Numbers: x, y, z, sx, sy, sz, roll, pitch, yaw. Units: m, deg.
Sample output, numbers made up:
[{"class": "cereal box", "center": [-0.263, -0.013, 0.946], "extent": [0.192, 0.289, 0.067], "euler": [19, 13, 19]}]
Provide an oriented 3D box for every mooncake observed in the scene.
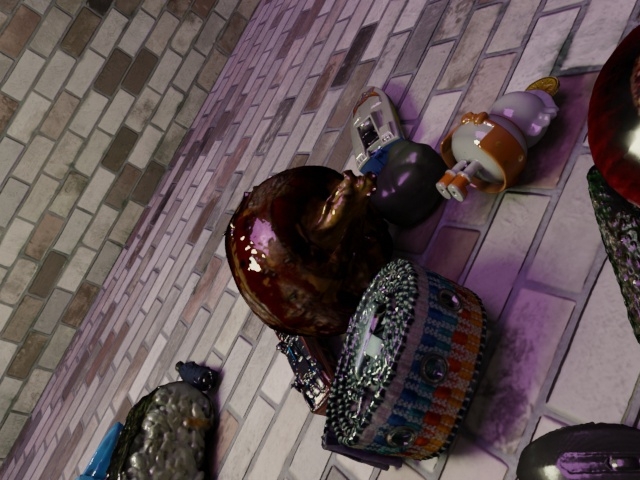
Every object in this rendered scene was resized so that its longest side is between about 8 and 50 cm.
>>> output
[{"class": "mooncake", "center": [0.165, -0.120, 0.976], "extent": [0.169, 0.104, 0.175], "euler": [-26, 41, 48]}]

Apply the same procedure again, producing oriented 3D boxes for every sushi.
[{"class": "sushi", "center": [-0.362, 0.491, 1.093], "extent": [0.171, 0.211, 0.350], "euler": [-45, 29, 29]}]

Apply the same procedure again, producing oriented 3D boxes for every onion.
[{"class": "onion", "center": [0.443, -0.136, 0.553], "extent": [0.274, 0.285, 0.272], "euler": [-4, 74, 12]}]

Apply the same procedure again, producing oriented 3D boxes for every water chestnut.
[{"class": "water chestnut", "center": [0.000, 0.000, 0.885], "extent": [0.347, 0.335, 0.334], "euler": [-36, 39, 39]}]

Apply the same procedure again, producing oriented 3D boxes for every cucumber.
[{"class": "cucumber", "center": [0.390, -0.005, 0.614], "extent": [0.068, 0.068, 0.293], "euler": [-30, 42, 37]}]

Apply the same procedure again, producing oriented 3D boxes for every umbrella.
[{"class": "umbrella", "center": [-0.345, 0.362, 1.306], "extent": [0.248, 0.071, 0.070], "euler": [-11, 55, 54]}]

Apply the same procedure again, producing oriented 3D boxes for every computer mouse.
[{"class": "computer mouse", "center": [0.295, 0.252, 0.536], "extent": [0.172, 0.057, 0.098], "euler": [-25, 44, 36]}]

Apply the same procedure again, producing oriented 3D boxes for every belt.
[{"class": "belt", "center": [0.132, 0.185, 0.712], "extent": [0.207, 0.161, 0.294], "euler": [-34, 35, 64]}]

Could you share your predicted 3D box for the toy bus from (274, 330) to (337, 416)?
[{"class": "toy bus", "center": [-0.018, 0.231, 0.936], "extent": [0.073, 0.096, 0.234], "euler": [-52, 34, 13]}]

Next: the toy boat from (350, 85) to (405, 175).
[{"class": "toy boat", "center": [0.124, -0.287, 1.174], "extent": [0.129, 0.088, 0.295], "euler": [-37, 39, 30]}]

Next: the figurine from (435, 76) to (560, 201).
[{"class": "figurine", "center": [0.296, -0.178, 0.808], "extent": [0.271, 0.143, 0.143], "euler": [-59, 33, -1]}]

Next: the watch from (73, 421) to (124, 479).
[{"class": "watch", "center": [-0.536, 0.634, 1.221], "extent": [0.305, 0.242, 0.274], "euler": [-49, 17, 18]}]
